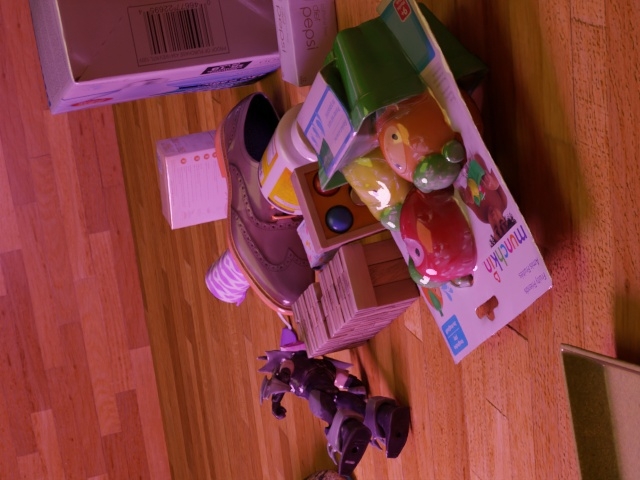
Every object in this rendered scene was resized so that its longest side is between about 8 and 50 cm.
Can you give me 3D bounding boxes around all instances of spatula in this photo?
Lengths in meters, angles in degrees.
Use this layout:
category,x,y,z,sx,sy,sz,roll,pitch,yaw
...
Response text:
category,x,y,z,sx,sy,sz,roll,pitch,yaw
spatula,-0.075,0.105,2.467,0.084,0.030,0.297,-160,59,-70

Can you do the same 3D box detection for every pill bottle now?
category,x,y,z,sx,sy,sz,roll,pitch,yaw
pill bottle,-0.015,-0.120,1.945,0.215,0.117,0.117,127,129,-69

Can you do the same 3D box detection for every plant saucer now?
category,x,y,z,sx,sy,sz,roll,pitch,yaw
plant saucer,0.293,0.191,1.273,0.188,0.045,0.188,-167,66,-72

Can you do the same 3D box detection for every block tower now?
category,x,y,z,sx,sy,sz,roll,pitch,yaw
block tower,0.044,0.085,1.949,0.335,0.097,0.091,126,129,-71

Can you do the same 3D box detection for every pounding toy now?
category,x,y,z,sx,sy,sz,roll,pitch,yaw
pounding toy,0.044,-0.069,1.793,0.100,0.141,0.130,137,115,-83

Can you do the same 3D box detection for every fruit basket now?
category,x,y,z,sx,sy,sz,roll,pitch,yaw
fruit basket,0.106,-0.057,1.512,0.327,0.165,0.353,124,128,-68

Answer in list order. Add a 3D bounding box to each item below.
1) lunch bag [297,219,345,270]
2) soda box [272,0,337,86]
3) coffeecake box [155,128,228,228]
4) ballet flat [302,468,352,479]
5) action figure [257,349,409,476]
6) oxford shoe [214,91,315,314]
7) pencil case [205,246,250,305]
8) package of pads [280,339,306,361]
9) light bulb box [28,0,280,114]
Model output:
category,x,y,z,sx,sy,sz,roll,pitch,yaw
lunch bag,0.000,0.000,2.102,0.083,0.053,0.071,-50,56,58
soda box,-0.023,-0.325,1.909,0.074,0.069,0.216,-141,41,-64
coffeecake box,-0.178,-0.112,2.377,0.068,0.185,0.142,-126,29,-53
ballet flat,-0.059,0.534,2.462,0.483,0.182,0.164,115,141,-64
action figure,0.010,0.235,2.048,0.285,0.185,0.099,36,122,56
oxford shoe,-0.081,-0.061,2.207,0.133,0.130,0.364,-49,56,61
pencil case,-0.124,0.037,2.419,0.088,0.086,0.206,40,144,-7
package of pads,-0.038,0.214,2.387,0.032,0.050,0.083,-156,55,-70
light bulb box,-0.246,-0.344,2.129,0.361,0.357,0.225,172,88,-75
